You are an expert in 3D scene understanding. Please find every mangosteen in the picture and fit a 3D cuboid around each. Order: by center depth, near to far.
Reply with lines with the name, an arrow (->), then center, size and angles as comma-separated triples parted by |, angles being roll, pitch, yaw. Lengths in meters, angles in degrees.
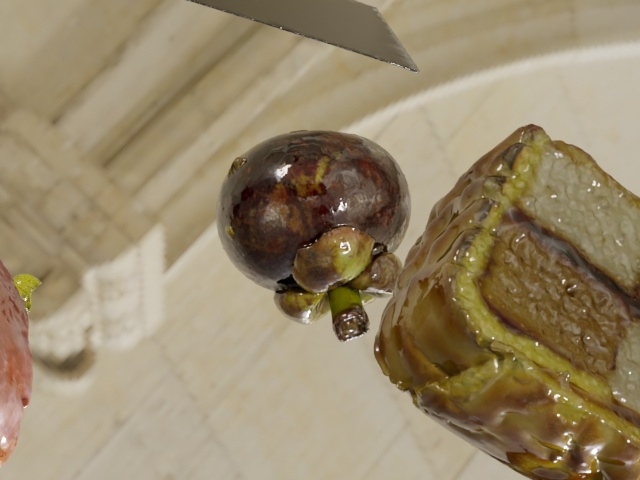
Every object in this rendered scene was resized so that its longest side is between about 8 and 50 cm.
mangosteen -> 0.000, 0.000, 1.778 | 0.192, 0.192, 0.217 | 132, -50, -60

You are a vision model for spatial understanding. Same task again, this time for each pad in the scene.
pad -> -0.053, -0.189, 1.398 | 0.246, 0.170, 0.006 | 15, -69, -17

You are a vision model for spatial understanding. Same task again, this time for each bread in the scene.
bread -> 0.148, 0.057, 1.003 | 0.222, 0.181, 0.096 | 33, -40, -12

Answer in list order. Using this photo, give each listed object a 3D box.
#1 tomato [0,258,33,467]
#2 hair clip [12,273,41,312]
tomato -> -0.331, 0.038, 1.144 | 0.309, 0.309, 0.170 | 36, -20, 9
hair clip -> -0.320, 0.096, 1.677 | 0.046, 0.173, 0.072 | 43, -10, -11
